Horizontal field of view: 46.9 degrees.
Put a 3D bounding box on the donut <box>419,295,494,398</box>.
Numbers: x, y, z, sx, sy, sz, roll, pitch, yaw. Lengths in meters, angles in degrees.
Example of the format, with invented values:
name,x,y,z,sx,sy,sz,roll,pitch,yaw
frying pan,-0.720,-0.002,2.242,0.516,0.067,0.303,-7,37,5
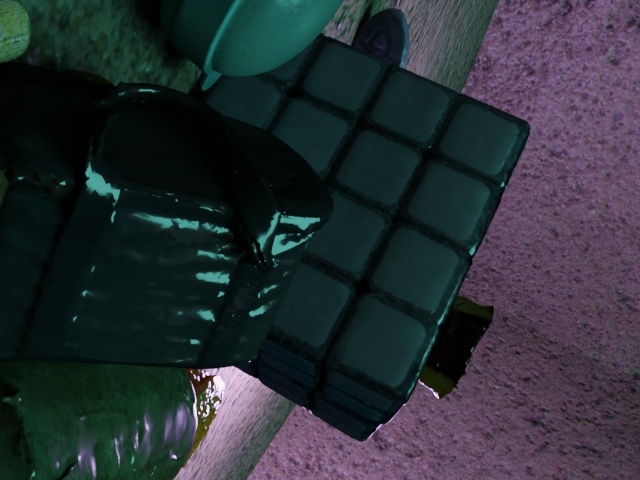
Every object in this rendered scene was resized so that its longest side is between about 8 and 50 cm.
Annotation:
name,x,y,z,sx,sy,sz,roll,pitch,yaw
donut,0.172,0.134,0.966,0.140,0.059,0.140,-59,173,-12

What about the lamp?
name,x,y,z,sx,sy,sz,roll,pitch,yaw
lamp,-0.045,-0.243,0.607,0.209,0.147,0.284,-56,167,-17

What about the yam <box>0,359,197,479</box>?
name,x,y,z,sx,sy,sz,roll,pitch,yaw
yam,-0.237,0.168,0.627,0.195,0.195,0.300,-63,168,3

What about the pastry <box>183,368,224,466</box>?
name,x,y,z,sx,sy,sz,roll,pitch,yaw
pastry,-0.228,0.264,1.101,0.189,0.103,0.189,-58,169,-18

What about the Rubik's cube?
name,x,y,z,sx,sy,sz,roll,pitch,yaw
Rubik's cube,0.000,0.000,0.890,0.344,0.344,0.337,-61,170,-19

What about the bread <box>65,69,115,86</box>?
name,x,y,z,sx,sy,sz,roll,pitch,yaw
bread,-0.193,-0.091,0.586,0.049,0.033,0.088,13,107,-43

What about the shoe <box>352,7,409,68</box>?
name,x,y,z,sx,sy,sz,roll,pitch,yaw
shoe,0.100,-0.297,1.296,0.137,0.095,0.245,-54,170,-52

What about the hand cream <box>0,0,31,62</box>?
name,x,y,z,sx,sy,sz,roll,pitch,yaw
hand cream,-0.219,-0.095,0.368,0.084,0.084,0.203,-69,172,30

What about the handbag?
name,x,y,z,sx,sy,sz,roll,pitch,yaw
handbag,-0.130,-0.021,0.528,0.254,0.181,0.181,12,120,-33
